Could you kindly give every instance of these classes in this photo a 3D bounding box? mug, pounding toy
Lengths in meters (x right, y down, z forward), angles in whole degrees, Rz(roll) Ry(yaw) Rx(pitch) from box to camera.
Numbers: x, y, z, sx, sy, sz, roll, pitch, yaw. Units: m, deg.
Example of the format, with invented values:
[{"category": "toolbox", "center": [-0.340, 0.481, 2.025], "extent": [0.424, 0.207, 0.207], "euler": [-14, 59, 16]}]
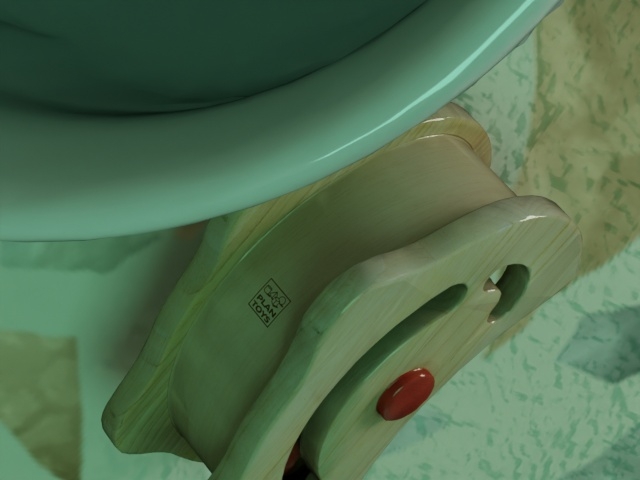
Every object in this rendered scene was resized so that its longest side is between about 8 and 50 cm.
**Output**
[{"category": "mug", "center": [-0.070, -0.195, 0.512], "extent": [0.374, 0.328, 0.276], "euler": [45, 103, -1]}, {"category": "pounding toy", "center": [0.000, 0.000, 0.845], "extent": [0.154, 0.155, 0.269], "euler": [-8, 138, -47]}]
